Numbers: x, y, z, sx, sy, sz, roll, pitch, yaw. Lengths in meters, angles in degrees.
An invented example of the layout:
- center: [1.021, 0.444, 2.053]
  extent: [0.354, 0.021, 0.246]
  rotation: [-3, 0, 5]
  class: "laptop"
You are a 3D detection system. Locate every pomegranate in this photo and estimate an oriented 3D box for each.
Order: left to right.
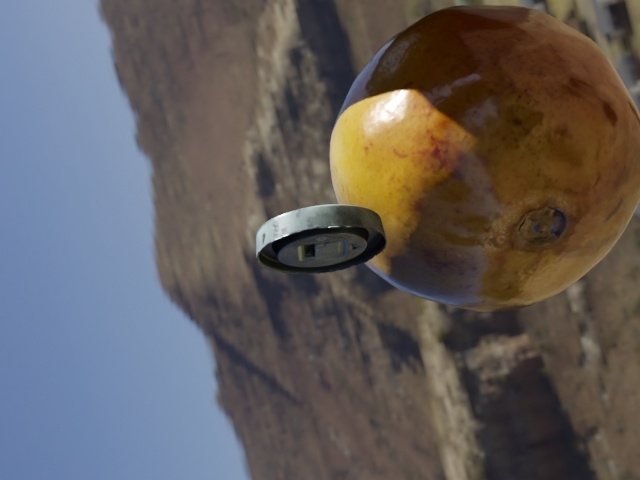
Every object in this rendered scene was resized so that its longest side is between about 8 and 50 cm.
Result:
- center: [0.133, -0.067, 1.221]
  extent: [0.264, 0.264, 0.264]
  rotation: [165, 90, -90]
  class: "pomegranate"

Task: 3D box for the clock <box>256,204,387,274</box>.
- center: [0.000, 0.000, 0.944]
  extent: [0.085, 0.085, 0.017]
  rotation: [75, -173, -70]
  class: "clock"
